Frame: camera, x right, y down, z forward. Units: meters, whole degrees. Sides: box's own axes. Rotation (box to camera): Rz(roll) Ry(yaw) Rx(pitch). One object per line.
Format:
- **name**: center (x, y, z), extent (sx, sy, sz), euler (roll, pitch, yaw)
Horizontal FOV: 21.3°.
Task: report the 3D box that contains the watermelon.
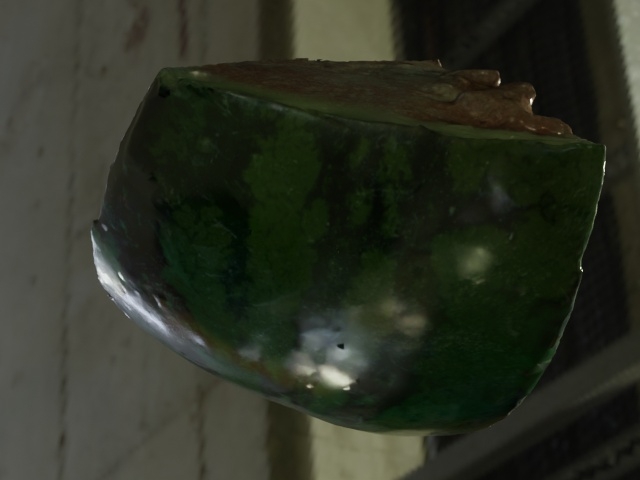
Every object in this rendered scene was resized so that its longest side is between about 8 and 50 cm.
- **watermelon**: center (-0.010, 0.014, 0.620), extent (0.231, 0.146, 0.128), euler (114, -32, -50)
